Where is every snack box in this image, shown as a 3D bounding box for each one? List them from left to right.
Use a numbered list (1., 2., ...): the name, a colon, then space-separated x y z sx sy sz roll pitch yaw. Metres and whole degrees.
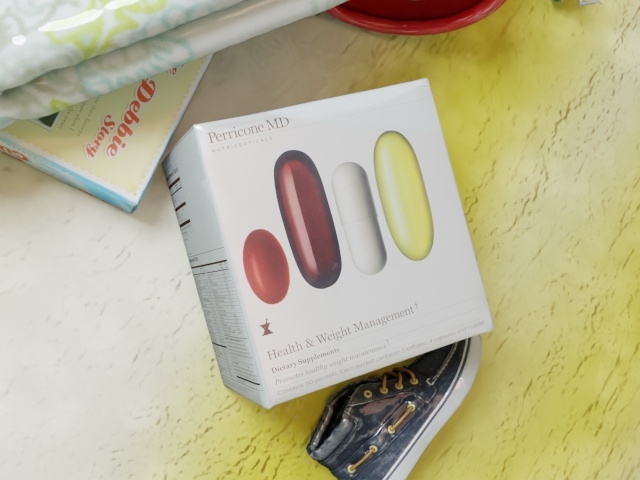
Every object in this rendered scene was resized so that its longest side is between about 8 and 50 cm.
1. snack box: -0.166 -0.206 0.621 0.187 0.060 0.322 27 76 -14

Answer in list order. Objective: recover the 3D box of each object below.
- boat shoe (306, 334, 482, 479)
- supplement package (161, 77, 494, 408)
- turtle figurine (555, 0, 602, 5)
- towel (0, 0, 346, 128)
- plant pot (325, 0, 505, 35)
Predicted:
1. boat shoe: 0.068 0.135 0.669 0.083 0.065 0.183 39 75 -14
2. supplement package: 0.000 0.000 0.614 0.194 0.149 0.203 -16 91 -20
3. turtle figurine: 0.267 -0.332 0.764 0.234 0.118 0.175 15 121 -16
4. towel: -0.147 -0.268 0.524 0.374 0.090 0.320 -22 72 -1
5. plant pot: 0.076 -0.298 0.651 0.191 0.191 0.174 10 76 -19
